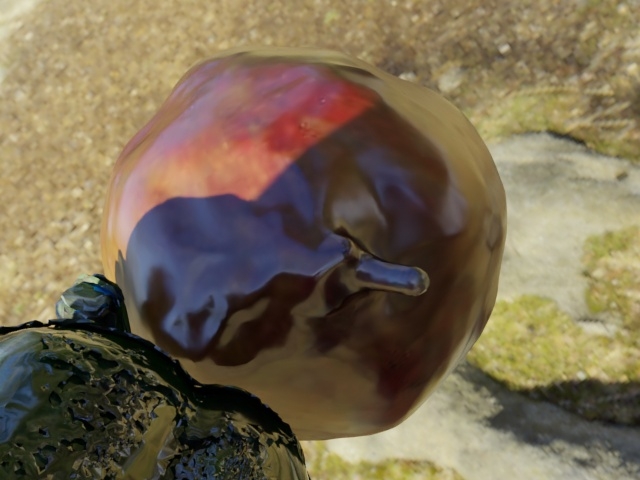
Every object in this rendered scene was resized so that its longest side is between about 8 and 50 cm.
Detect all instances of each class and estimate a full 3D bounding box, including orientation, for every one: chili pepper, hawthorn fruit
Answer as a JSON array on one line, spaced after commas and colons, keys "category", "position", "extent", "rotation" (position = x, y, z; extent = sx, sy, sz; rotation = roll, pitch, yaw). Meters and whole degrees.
[{"category": "chili pepper", "position": [-0.082, 0.108, 0.385], "extent": [0.165, 0.173, 0.261], "rotation": [11, 29, 7]}, {"category": "hawthorn fruit", "position": [0.000, 0.000, 0.538], "extent": [0.208, 0.208, 0.248], "rotation": [-46, 8, -5]}]
